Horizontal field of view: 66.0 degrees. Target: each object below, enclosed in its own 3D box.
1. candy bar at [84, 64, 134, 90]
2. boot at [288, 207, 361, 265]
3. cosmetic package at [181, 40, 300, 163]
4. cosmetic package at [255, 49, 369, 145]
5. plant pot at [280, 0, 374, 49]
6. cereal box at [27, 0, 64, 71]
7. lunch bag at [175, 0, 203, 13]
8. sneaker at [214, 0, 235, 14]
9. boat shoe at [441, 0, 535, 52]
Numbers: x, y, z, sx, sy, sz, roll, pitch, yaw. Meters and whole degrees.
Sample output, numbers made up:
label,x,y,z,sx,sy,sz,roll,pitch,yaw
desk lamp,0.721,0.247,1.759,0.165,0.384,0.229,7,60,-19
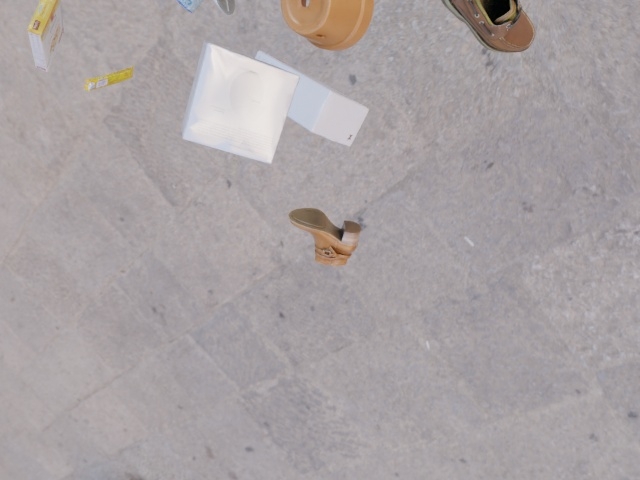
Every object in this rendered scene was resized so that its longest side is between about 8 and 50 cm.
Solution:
label,x,y,z,sx,sy,sz,roll,pitch,yaw
candy bar,-0.558,-0.431,1.310,0.018,0.161,0.040,41,134,6
boot,0.000,0.000,1.302,0.197,0.073,0.152,17,138,-2
cosmetic package,-0.200,-0.335,1.204,0.224,0.138,0.224,14,108,-22
cosmetic package,-0.063,-0.539,1.858,0.453,0.230,0.161,41,112,35
plant pot,0.004,-0.791,1.652,0.291,0.203,0.291,13,114,32
cereal box,-0.907,-0.693,1.635,0.047,0.173,0.240,17,164,-20
lunch bag,-0.485,-0.854,1.608,0.090,0.176,0.219,-46,123,10
sneaker,-0.287,-0.690,1.345,0.152,0.054,0.061,54,170,-34
boat shoe,0.420,-0.530,1.170,0.307,0.104,0.110,13,102,-31
